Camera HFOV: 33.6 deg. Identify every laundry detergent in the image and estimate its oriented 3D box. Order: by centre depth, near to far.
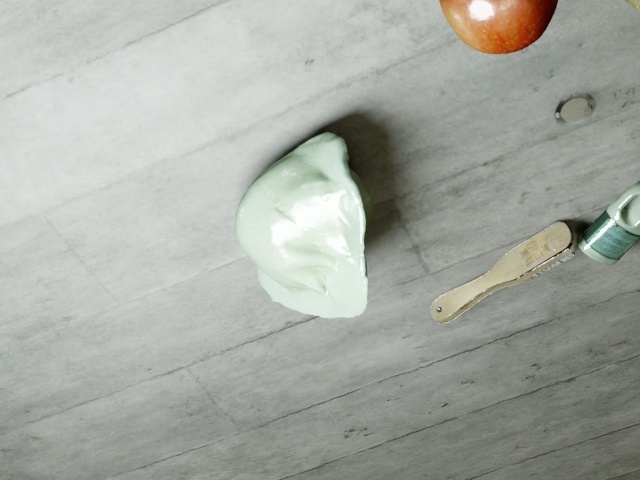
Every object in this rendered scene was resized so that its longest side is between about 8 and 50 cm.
[{"bbox_3d":[0.581,-0.051,1.959,0.099,0.070,0.226,22,128,-22],"label":"laundry detergent"}]

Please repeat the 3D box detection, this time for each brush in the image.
[{"bbox_3d":[0.358,0.073,2.050,0.327,0.070,0.065,-33,142,23],"label":"brush"}]

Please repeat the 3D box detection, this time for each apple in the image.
[{"bbox_3d":[0.255,-0.355,1.502,0.181,0.181,0.168,-24,132,13],"label":"apple"}]

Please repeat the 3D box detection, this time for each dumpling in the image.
[{"bbox_3d":[-0.004,-0.027,1.784,0.270,0.212,0.321,19,157,20],"label":"dumpling"}]

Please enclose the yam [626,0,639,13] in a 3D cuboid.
[{"bbox_3d":[0.545,-0.357,1.638,0.371,0.083,0.083,24,126,-30],"label":"yam"}]
